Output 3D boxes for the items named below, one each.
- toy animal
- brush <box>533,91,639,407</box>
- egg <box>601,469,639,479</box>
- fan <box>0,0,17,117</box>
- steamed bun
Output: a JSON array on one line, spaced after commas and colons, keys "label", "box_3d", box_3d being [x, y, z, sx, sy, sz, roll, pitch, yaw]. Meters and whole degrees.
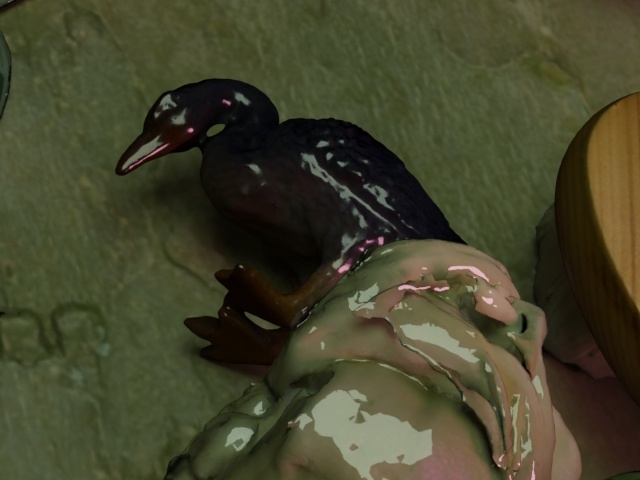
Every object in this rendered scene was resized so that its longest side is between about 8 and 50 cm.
[{"label": "toy animal", "box_3d": [0.000, 0.000, 1.361, 0.298, 0.122, 0.185, 23, 51, 4]}, {"label": "brush", "box_3d": [0.234, 0.037, 1.358, 0.174, 0.166, 0.267, 13, 51, -5]}, {"label": "egg", "box_3d": [0.207, 0.250, 1.181, 0.177, 0.177, 0.228, 1, 69, -12]}, {"label": "fan", "box_3d": [-0.294, -0.131, 1.466, 0.294, 0.012, 0.223, -6, 54, -16]}, {"label": "steamed bun", "box_3d": [0.045, 0.149, 1.154, 0.207, 0.280, 0.268, 42, 80, 7]}]
